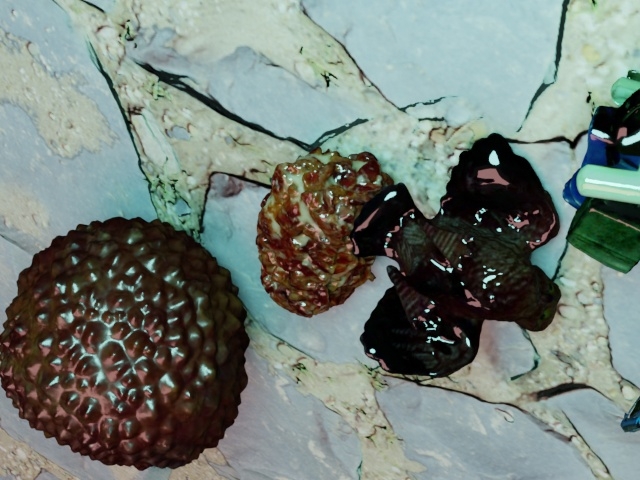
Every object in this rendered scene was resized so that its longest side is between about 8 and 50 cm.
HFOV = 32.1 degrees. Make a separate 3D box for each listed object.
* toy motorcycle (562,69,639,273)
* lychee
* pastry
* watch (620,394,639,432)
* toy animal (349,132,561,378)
[{"bbox_3d":[0.333,0.001,0.782,0.331,0.125,0.196,25,140,6],"label":"toy motorcycle"},{"bbox_3d":[-0.202,0.120,1.169,0.264,0.264,0.300,20,115,18],"label":"lychee"},{"bbox_3d":[-0.001,-0.001,1.037,0.115,0.097,0.208,38,144,13],"label":"pastry"},{"bbox_3d":[0.391,0.156,0.802,0.276,0.068,0.274,24,157,3],"label":"watch"},{"bbox_3d":[0.126,0.020,0.957,0.180,0.218,0.116,22,-172,-42],"label":"toy animal"}]
